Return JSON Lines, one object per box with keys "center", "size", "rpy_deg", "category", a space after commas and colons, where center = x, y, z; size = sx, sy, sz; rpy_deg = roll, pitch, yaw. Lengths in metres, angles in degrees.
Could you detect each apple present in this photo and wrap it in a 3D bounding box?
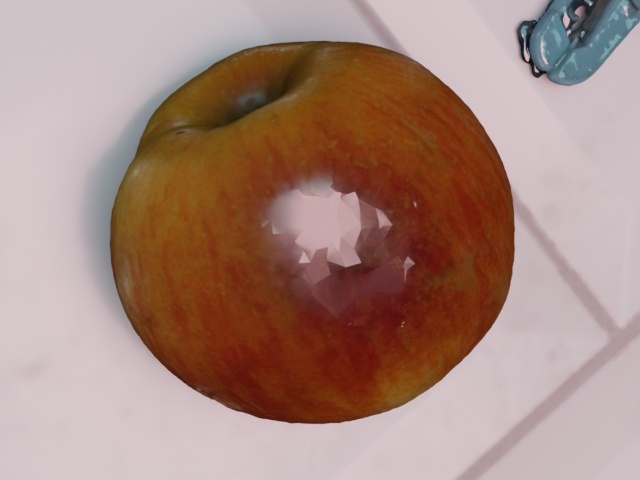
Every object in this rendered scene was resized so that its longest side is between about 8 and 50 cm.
{"center": [0.000, 0.000, 0.813], "size": [0.195, 0.160, 0.173], "rpy_deg": [-27, 120, -5], "category": "apple"}

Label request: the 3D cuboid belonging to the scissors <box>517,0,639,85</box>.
{"center": [0.232, -0.242, 0.909], "size": [0.180, 0.032, 0.393], "rpy_deg": [39, 84, -12], "category": "scissors"}
